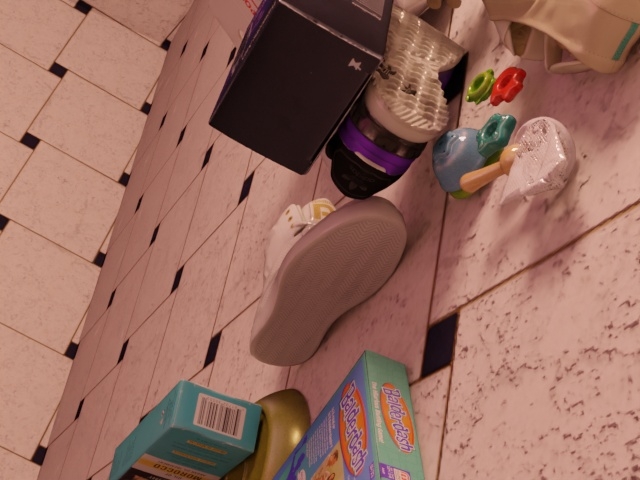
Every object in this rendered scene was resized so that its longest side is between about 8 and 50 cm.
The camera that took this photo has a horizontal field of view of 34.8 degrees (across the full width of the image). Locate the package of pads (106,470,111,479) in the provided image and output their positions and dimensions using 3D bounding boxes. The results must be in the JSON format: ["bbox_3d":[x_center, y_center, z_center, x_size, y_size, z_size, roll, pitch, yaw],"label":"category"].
[{"bbox_3d":[-0.279,0.465,1.385,0.229,0.101,0.296,-62,19,17],"label":"package of pads"}]

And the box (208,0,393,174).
[{"bbox_3d":[-0.012,-0.192,0.993,0.153,0.108,0.207,-54,14,35],"label":"box"}]

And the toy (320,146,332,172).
[{"bbox_3d":[0.010,-0.197,1.255,0.056,0.237,0.137,-32,5,-24],"label":"toy"}]

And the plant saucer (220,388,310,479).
[{"bbox_3d":[-0.083,0.277,1.154,0.241,0.037,0.241,-54,23,35],"label":"plant saucer"}]

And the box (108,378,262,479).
[{"bbox_3d":[-0.166,0.247,1.201,0.244,0.100,0.060,-47,27,49],"label":"box"}]

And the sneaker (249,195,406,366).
[{"bbox_3d":[0.000,0.000,1.131,0.292,0.108,0.169,-50,28,46],"label":"sneaker"}]

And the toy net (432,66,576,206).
[{"bbox_3d":[0.165,-0.082,0.866,0.122,0.045,0.232,-56,21,2],"label":"toy net"}]

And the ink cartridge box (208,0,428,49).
[{"bbox_3d":[0.003,-0.322,1.310,0.119,0.207,0.353,-37,4,-28],"label":"ink cartridge box"}]

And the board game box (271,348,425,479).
[{"bbox_3d":[0.014,0.226,0.915,0.210,0.047,0.160,-57,20,30],"label":"board game box"}]

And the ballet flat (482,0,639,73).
[{"bbox_3d":[0.191,-0.184,0.861,0.086,0.086,0.248,-64,19,10],"label":"ballet flat"}]

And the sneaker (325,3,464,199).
[{"bbox_3d":[0.062,-0.138,1.052,0.146,0.102,0.293,-56,6,32],"label":"sneaker"}]

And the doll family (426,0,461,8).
[{"bbox_3d":[0.137,-0.298,1.066,0.111,0.193,0.076,-46,-35,-39],"label":"doll family"}]
